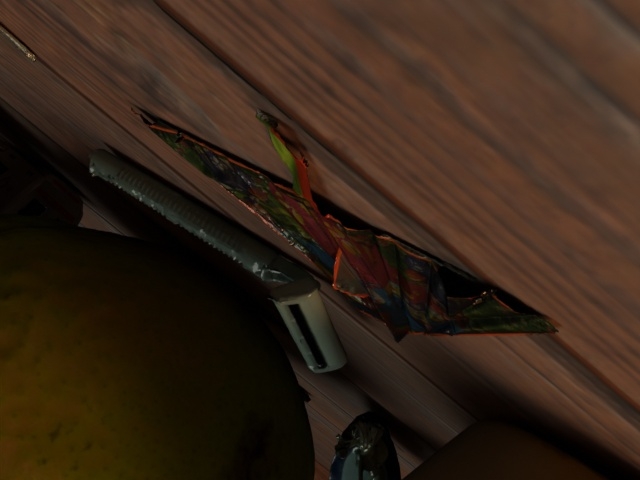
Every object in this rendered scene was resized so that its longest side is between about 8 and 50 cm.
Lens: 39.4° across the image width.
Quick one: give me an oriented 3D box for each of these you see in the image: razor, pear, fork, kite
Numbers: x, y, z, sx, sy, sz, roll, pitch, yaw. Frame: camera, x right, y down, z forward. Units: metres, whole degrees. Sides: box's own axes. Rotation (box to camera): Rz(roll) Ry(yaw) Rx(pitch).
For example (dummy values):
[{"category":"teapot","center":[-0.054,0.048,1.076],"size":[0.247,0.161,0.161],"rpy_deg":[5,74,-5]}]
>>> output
[{"category":"razor","center":[-0.067,-0.005,0.528],"size":[0.211,0.036,0.084],"rpy_deg":[36,161,31]},{"category":"pear","center":[-0.204,0.153,0.725],"size":[0.391,0.391,0.391],"rpy_deg":[36,166,10]},{"category":"fork","center":[-0.196,-0.134,0.468],"size":[0.115,0.012,0.016],"rpy_deg":[39,171,-24]},{"category":"kite","center":[0.000,0.000,0.399],"size":[0.241,0.014,0.183],"rpy_deg":[31,164,30]}]

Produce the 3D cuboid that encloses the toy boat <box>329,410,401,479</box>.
[{"category":"toy boat","center":[0.027,0.279,0.744],"size":[0.067,0.220,0.291],"rpy_deg":[5,-155,7]}]

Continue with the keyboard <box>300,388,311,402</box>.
[{"category":"keyboard","center":[-0.074,0.142,1.067],"size":[0.155,0.010,0.053],"rpy_deg":[43,167,-20]}]

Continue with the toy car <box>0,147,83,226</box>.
[{"category":"toy car","center":[-0.332,-0.043,0.928],"size":[0.210,0.108,0.089],"rpy_deg":[29,167,48]}]

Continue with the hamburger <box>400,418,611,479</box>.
[{"category":"hamburger","center":[0.129,0.231,0.471],"size":[0.294,0.179,0.276],"rpy_deg":[31,164,27]}]
